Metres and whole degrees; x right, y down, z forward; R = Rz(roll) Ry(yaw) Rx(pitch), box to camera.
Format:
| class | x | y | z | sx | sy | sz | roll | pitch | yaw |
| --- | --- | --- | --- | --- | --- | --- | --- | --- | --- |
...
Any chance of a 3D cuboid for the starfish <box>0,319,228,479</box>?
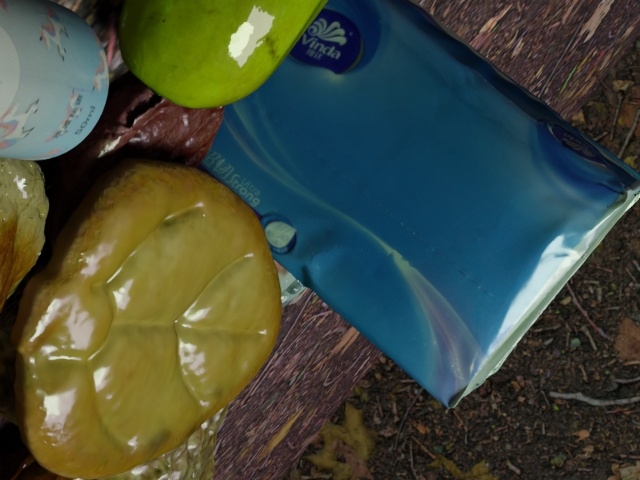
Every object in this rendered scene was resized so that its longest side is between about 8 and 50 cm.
| class | x | y | z | sx | sy | sz | roll | pitch | yaw |
| --- | --- | --- | --- | --- | --- | --- | --- | --- | --- |
| starfish | -0.157 | 0.188 | 0.987 | 0.324 | 0.082 | 0.432 | -38 | 152 | -41 |

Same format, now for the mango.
| class | x | y | z | sx | sy | sz | roll | pitch | yaw |
| --- | --- | --- | --- | --- | --- | --- | --- | --- | --- |
| mango | -0.039 | -0.133 | 0.751 | 0.163 | 0.089 | 0.117 | -42 | 166 | -39 |

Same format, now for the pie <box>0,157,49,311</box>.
| class | x | y | z | sx | sy | sz | roll | pitch | yaw |
| --- | --- | --- | --- | --- | --- | --- | --- | --- | --- |
| pie | -0.196 | 0.019 | 0.679 | 0.163 | 0.079 | 0.193 | -52 | 170 | -7 |

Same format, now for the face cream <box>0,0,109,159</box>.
| class | x | y | z | sx | sy | sz | roll | pitch | yaw |
| --- | --- | --- | --- | --- | --- | --- | --- | --- | --- |
| face cream | -0.157 | -0.072 | 0.530 | 0.075 | 0.075 | 0.229 | -52 | 169 | 10 |

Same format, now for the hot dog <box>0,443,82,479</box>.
| class | x | y | z | sx | sy | sz | roll | pitch | yaw |
| --- | --- | --- | --- | --- | --- | --- | --- | --- | --- |
| hot dog | -0.254 | 0.247 | 1.118 | 0.259 | 0.114 | 0.175 | -42 | 171 | -28 |

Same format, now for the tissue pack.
| class | x | y | z | sx | sy | sz | roll | pitch | yaw |
| --- | --- | --- | --- | --- | --- | --- | --- | --- | --- |
| tissue pack | 0.057 | -0.043 | 0.971 | 0.198 | 0.263 | 0.146 | -53 | 168 | 16 |

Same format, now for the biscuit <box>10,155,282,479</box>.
| class | x | y | z | sx | sy | sz | roll | pitch | yaw |
| --- | --- | --- | --- | --- | --- | --- | --- | --- | --- |
| biscuit | -0.095 | 0.050 | 0.862 | 0.260 | 0.041 | 0.203 | 12 | 92 | -61 |

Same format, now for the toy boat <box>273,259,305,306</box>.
| class | x | y | z | sx | sy | sz | roll | pitch | yaw |
| --- | --- | --- | --- | --- | --- | --- | --- | --- | --- |
| toy boat | 0.000 | 0.000 | 1.387 | 0.207 | 0.079 | 0.134 | -49 | 166 | 5 |

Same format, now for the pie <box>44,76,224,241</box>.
| class | x | y | z | sx | sy | sz | roll | pitch | yaw |
| --- | --- | --- | --- | --- | --- | --- | --- | --- | --- |
| pie | -0.116 | -0.051 | 0.866 | 0.153 | 0.038 | 0.153 | -47 | 166 | -16 |
